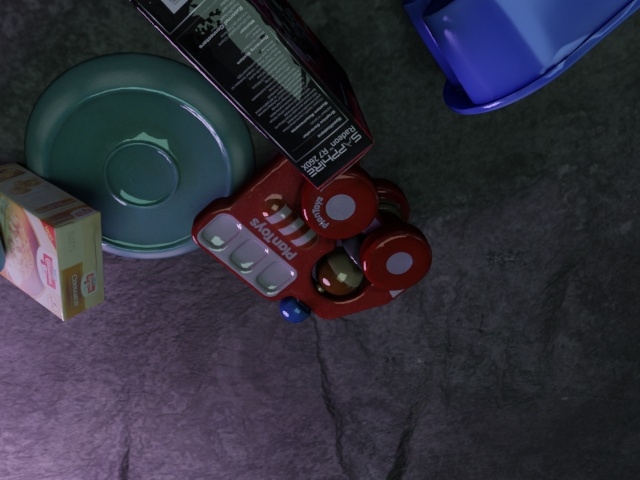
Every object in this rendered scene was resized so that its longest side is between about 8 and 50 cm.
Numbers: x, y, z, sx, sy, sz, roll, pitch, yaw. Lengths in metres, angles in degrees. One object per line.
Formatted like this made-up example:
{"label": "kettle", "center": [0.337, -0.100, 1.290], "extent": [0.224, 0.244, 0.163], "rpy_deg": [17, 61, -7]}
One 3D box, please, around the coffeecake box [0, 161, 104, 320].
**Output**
{"label": "coffeecake box", "center": [-0.376, -0.002, 0.788], "extent": [0.185, 0.068, 0.142], "rpy_deg": [26, 124, 25]}

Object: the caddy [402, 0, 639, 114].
{"label": "caddy", "center": [0.262, -0.295, 0.680], "extent": [0.341, 0.241, 0.179], "rpy_deg": [-40, 113, 16]}

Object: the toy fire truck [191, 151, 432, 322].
{"label": "toy fire truck", "center": [0.000, 0.000, 0.859], "extent": [0.254, 0.169, 0.302], "rpy_deg": [-38, 120, 16]}

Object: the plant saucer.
{"label": "plant saucer", "center": [-0.249, -0.098, 0.829], "extent": [0.317, 0.044, 0.318], "rpy_deg": [-5, 123, -8]}

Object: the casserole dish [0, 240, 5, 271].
{"label": "casserole dish", "center": [-0.475, -0.010, 0.790], "extent": [0.037, 0.188, 0.114], "rpy_deg": [-28, 123, -45]}

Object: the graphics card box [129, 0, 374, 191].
{"label": "graphics card box", "center": [-0.097, -0.249, 0.647], "extent": [0.094, 0.233, 0.371], "rpy_deg": [-37, 120, 18]}
